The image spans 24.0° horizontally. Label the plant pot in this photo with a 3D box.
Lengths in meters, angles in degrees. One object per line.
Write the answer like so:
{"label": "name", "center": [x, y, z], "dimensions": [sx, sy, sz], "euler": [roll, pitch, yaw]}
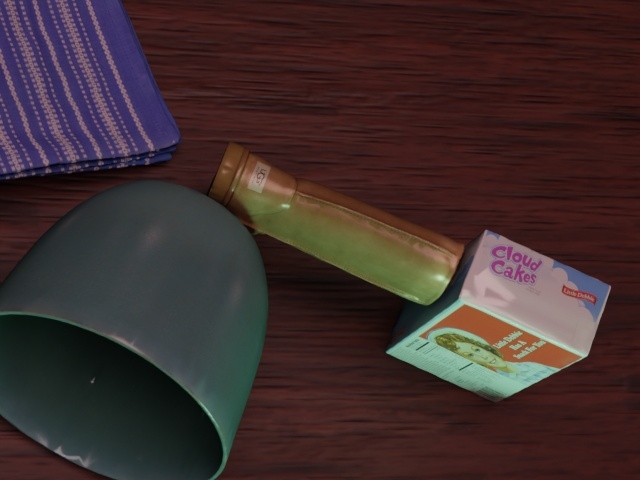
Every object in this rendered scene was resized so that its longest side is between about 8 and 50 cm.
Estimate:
{"label": "plant pot", "center": [-0.189, 0.079, 1.568], "dimensions": [0.293, 0.293, 0.235], "euler": [29, 55, -6]}

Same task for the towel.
{"label": "towel", "center": [-0.321, -0.184, 1.655], "dimensions": [0.336, 0.040, 0.243], "euler": [-11, 74, -45]}

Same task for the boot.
{"label": "boot", "center": [0.000, 0.000, 1.652], "dimensions": [0.269, 0.236, 0.089], "euler": [23, 78, -5]}

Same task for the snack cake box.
{"label": "snack cake box", "center": [0.189, 0.089, 1.667], "dimensions": [0.152, 0.264, 0.089], "euler": [26, 69, -7]}
